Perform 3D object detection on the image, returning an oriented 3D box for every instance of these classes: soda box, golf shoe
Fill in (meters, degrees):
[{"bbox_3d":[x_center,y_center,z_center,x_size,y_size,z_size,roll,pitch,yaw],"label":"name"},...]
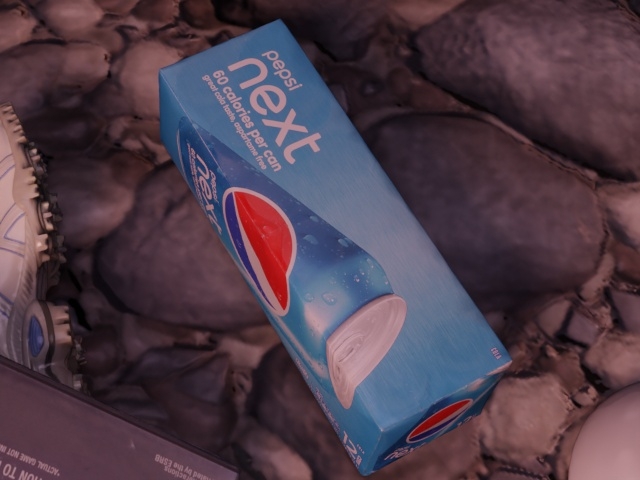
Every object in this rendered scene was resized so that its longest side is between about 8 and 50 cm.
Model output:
[{"bbox_3d":[0.000,0.000,0.574,0.071,0.067,0.210,-25,67,-18],"label":"soda box"},{"bbox_3d":[-0.158,0.015,0.552,0.086,0.069,0.176,-11,63,-5],"label":"golf shoe"}]

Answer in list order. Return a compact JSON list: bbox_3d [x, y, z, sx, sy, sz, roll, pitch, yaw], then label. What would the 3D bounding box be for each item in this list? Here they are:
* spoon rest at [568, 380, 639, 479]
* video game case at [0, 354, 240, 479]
[{"bbox_3d":[0.176,0.172,0.500,0.137,0.084,0.276,9,46,-4],"label":"spoon rest"},{"bbox_3d":[-0.149,0.166,0.414,0.196,0.026,0.274,29,53,-19],"label":"video game case"}]
